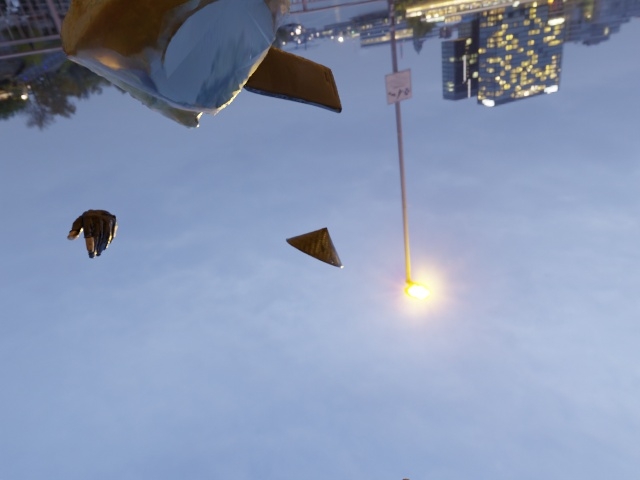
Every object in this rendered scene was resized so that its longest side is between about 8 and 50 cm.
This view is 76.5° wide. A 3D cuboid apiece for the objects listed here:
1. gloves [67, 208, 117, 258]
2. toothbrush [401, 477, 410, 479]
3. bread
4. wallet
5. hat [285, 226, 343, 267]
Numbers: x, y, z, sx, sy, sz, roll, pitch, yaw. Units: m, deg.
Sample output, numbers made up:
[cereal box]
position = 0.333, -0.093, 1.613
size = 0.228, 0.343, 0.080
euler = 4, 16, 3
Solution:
[gloves]
position = -0.732, -0.027, 1.318
size = 0.106, 0.129, 0.181
euler = -45, -138, 6
[toothbrush]
position = 0.122, 0.451, 0.551
size = 0.018, 0.024, 0.257
euler = -2, -152, 11
[bread]
position = -0.190, -0.379, 0.643
size = 0.395, 0.239, 0.264
euler = -50, -127, 7
[wallet]
position = -0.059, -0.345, 0.862
size = 0.244, 0.124, 0.025
euler = 1, 159, -38
[hat]
position = 0.000, 0.000, 0.922
size = 0.145, 0.067, 0.146
euler = 26, -174, -3
